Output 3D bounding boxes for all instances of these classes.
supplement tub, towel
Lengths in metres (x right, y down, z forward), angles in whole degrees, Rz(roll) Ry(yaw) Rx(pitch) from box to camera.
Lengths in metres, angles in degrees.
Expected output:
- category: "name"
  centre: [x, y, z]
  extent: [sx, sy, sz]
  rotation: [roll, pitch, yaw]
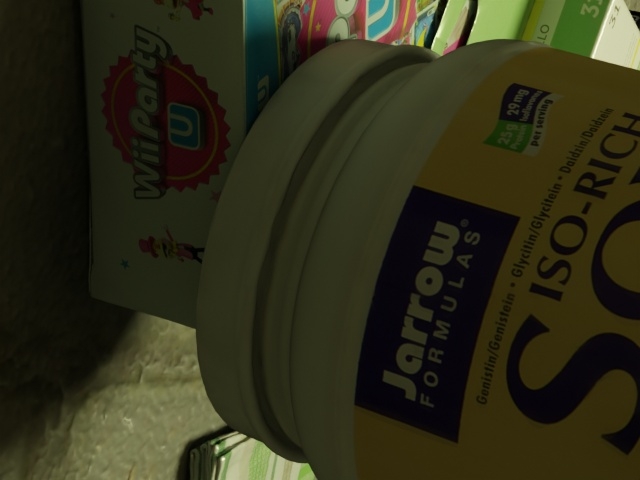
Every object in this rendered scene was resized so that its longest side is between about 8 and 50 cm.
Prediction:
- category: "supplement tub"
  centre: [0.137, 0.045, 0.833]
  extent: [0.241, 0.331, 0.241]
  rotation: [-39, 138, -47]
- category: "towel"
  centre: [-0.043, 0.157, 1.136]
  extent: [0.152, 0.023, 0.113]
  rotation: [-20, 125, -63]

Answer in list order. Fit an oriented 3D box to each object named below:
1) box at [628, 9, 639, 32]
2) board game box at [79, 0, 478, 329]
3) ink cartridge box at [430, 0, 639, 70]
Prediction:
- category: "box"
  centre: [0.198, -0.067, 1.472]
  extent: [0.220, 0.051, 0.175]
  rotation: [-42, 140, -51]
- category: "board game box"
  centre: [-0.002, -0.118, 0.965]
  extent: [0.303, 0.097, 0.224]
  rotation: [-40, 139, -49]
- category: "ink cartridge box"
  centre: [0.121, -0.075, 1.082]
  extent: [0.171, 0.056, 0.235]
  rotation: [-70, 158, -6]
